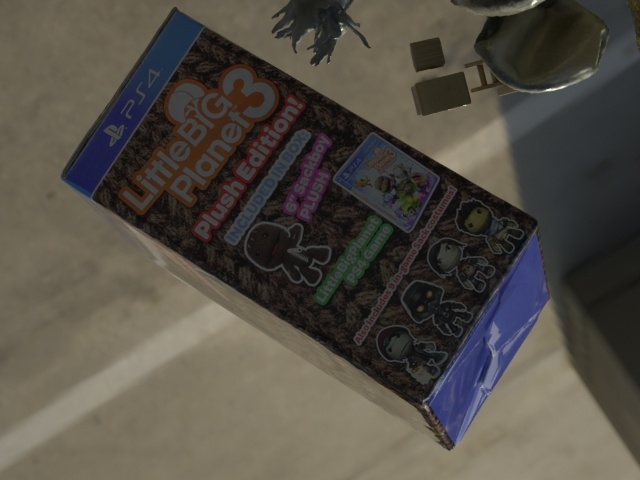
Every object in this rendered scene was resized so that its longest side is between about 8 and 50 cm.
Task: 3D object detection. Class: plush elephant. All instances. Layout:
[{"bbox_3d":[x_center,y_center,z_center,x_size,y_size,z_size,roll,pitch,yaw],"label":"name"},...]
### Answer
[{"bbox_3d":[0.138,-0.267,1.430,0.255,0.272,0.330,-7,145,-44],"label":"plush elephant"}]

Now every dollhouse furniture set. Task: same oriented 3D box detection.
[{"bbox_3d":[0.164,-0.240,1.896,0.161,0.182,0.101,-15,-177,-13],"label":"dollhouse furniture set"}]

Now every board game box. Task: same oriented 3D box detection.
[{"bbox_3d":[0.000,0.000,1.247,0.141,0.291,0.232,-57,164,-7],"label":"board game box"}]

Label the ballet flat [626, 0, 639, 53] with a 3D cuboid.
[{"bbox_3d":[0.341,-0.188,1.578,0.123,0.349,0.123,-21,180,0],"label":"ballet flat"}]
